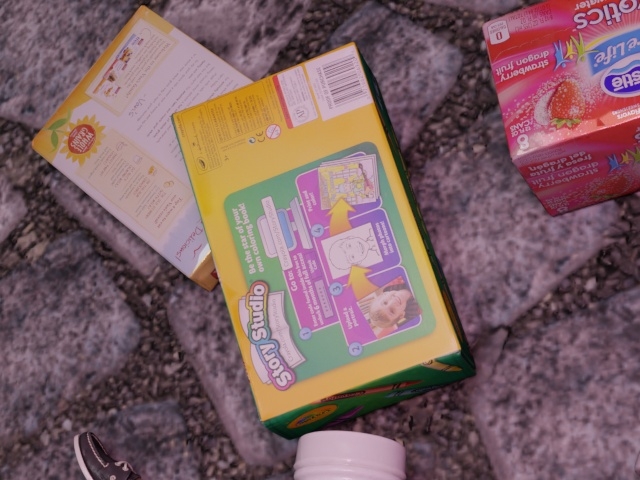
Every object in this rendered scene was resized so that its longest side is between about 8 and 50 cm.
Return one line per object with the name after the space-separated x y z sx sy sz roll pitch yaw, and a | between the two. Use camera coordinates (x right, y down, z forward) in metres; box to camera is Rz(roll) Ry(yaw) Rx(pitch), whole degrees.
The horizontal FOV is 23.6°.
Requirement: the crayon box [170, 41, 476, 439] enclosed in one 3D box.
0.000 0.000 1.230 0.165 0.081 0.278 -21 70 9 | crayon box

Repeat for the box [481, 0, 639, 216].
0.268 -0.128 1.172 0.257 0.122 0.128 -18 61 17 | box

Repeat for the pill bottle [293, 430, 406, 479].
0.014 0.253 1.123 0.117 0.117 0.215 -3 66 23 | pill bottle

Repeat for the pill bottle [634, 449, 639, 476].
0.319 0.059 1.049 0.153 0.153 0.264 17 76 29 | pill bottle

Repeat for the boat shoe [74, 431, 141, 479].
-0.164 0.206 1.267 0.038 0.046 0.125 -36 61 7 | boat shoe

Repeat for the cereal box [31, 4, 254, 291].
-0.130 -0.087 1.380 0.240 0.047 0.173 38 87 31 | cereal box
